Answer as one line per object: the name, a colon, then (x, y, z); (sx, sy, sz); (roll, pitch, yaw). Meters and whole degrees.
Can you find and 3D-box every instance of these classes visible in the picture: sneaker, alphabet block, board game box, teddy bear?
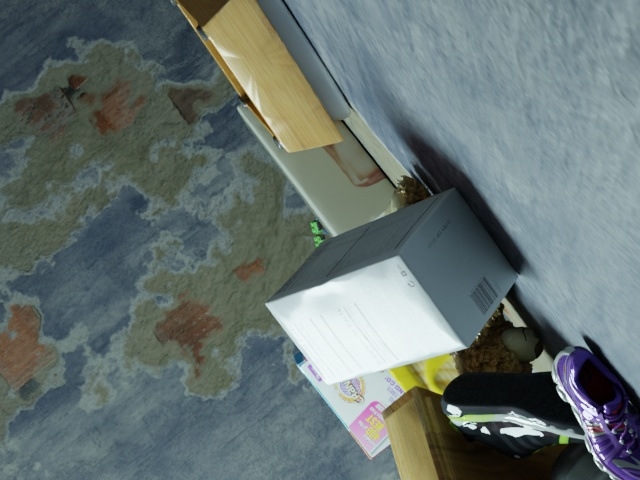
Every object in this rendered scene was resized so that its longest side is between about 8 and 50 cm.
sneaker: (0.299, 0.185, 1.212); (0.170, 0.068, 0.071); (53, 173, 0)
alphabet block: (0.245, 0.241, 2.066); (0.193, 0.192, 0.197); (51, 180, 18)
board game box: (0.146, 0.220, 2.215); (0.242, 0.316, 0.064); (54, 179, -14)
teddy bear: (0.186, 0.062, 1.537); (0.338, 0.113, 0.245); (59, 172, 21)
sneaker: (0.252, 0.212, 1.394); (0.234, 0.084, 0.097); (4, 129, 42)

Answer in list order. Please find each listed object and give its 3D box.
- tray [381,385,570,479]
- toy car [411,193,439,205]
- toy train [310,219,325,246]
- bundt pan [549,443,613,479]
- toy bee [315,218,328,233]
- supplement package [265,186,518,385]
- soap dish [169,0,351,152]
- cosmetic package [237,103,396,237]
tray: (0.273, 0.339, 1.570); (0.410, 0.076, 0.203); (22, -143, -36)
toy car: (0.157, -0.006, 1.394); (0.122, 0.060, 0.040); (60, -151, -13)
toy train: (0.000, 0.000, 2.260); (0.023, 0.017, 0.083); (5, 112, 57)
bundt pan: (0.394, 0.364, 1.406); (0.331, 0.124, 0.331); (52, 178, 2)
toy bee: (0.074, -0.037, 2.292); (0.195, 0.162, 0.298); (61, 157, 22)
supplement package: (0.079, 0.058, 1.371); (0.244, 0.139, 0.134); (-22, 109, 48)
soap dish: (-0.093, -0.274, 1.679); (0.291, 0.118, 0.229); (55, 178, -38)
cosmetic package: (0.006, -0.127, 1.958); (0.296, 0.129, 0.153); (53, 178, 12)
